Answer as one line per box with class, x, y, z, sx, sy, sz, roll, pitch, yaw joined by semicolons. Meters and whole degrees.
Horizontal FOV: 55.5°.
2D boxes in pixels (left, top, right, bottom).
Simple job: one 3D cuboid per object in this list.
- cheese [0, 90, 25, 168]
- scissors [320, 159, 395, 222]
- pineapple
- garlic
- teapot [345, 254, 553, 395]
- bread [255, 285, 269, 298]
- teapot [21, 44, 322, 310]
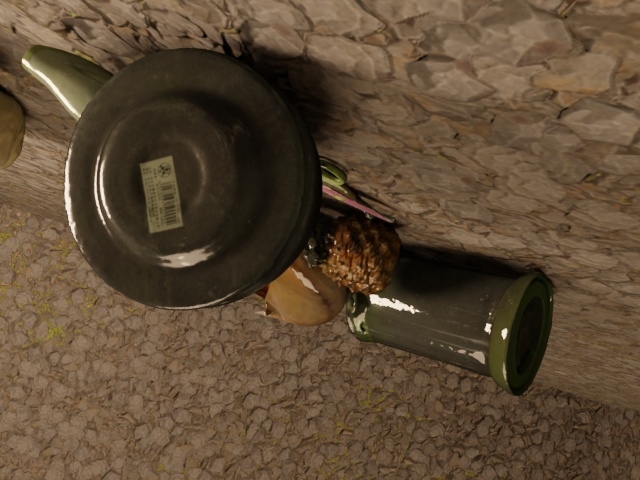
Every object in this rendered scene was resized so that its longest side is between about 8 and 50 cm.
cheese;-0.641;-0.220;0.960;0.327;0.115;0.318;15;169;24
scissors;0.027;-0.068;0.865;0.187;0.019;0.134;28;168;-35
pineapple;0.000;0.000;0.975;0.248;0.128;0.128;20;169;-6
garlic;-0.038;0.074;1.176;0.196;0.151;0.338;13;149;6
teapot;0.227;0.121;1.093;0.337;0.200;0.271;12;-167;37
bread;-0.118;0.049;1.376;0.232;0.135;0.247;41;160;-32
teapot;-0.143;-0.059;0.654;0.322;0.239;0.239;10;180;14
